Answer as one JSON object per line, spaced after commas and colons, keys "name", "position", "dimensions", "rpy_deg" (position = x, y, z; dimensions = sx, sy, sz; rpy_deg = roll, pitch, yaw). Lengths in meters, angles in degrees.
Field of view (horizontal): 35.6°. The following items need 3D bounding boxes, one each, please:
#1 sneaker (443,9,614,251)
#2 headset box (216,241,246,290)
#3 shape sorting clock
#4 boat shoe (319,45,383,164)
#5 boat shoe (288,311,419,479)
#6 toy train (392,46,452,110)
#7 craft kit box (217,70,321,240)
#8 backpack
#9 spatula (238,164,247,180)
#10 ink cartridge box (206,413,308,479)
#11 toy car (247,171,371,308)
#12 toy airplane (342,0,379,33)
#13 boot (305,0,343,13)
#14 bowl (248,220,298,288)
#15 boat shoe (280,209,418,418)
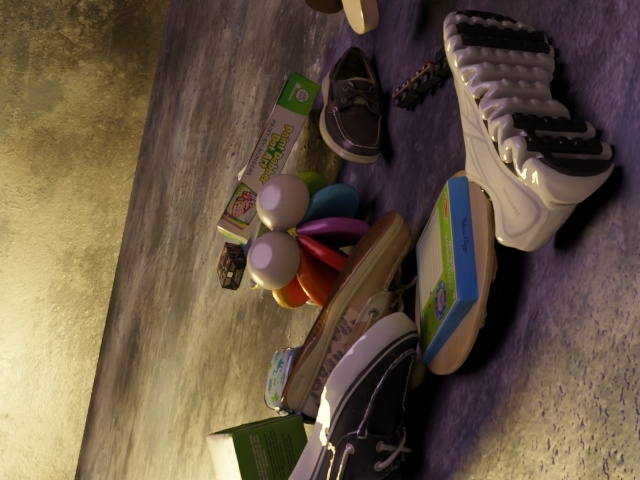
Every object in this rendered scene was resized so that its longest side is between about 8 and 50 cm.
{"name": "sneaker", "position": [0.166, -0.112, 0.920], "dimensions": [0.292, 0.110, 0.118], "rpy_deg": [-99, 19, -46]}
{"name": "headset box", "position": [-0.168, 0.046, 1.867], "dimensions": [0.083, 0.032, 0.062], "rpy_deg": [-117, 43, -62]}
{"name": "shape sorting clock", "position": [0.134, 0.032, 1.004], "dimensions": [0.206, 0.040, 0.206], "rpy_deg": [-174, 90, -82]}
{"name": "boat shoe", "position": [0.043, -0.186, 1.332], "dimensions": [0.224, 0.080, 0.073], "rpy_deg": [-96, 20, -52]}
{"name": "boat shoe", "position": [0.049, 0.215, 1.061], "dimensions": [0.102, 0.108, 0.301], "rpy_deg": [40, 121, 30]}
{"name": "toy train", "position": [0.126, -0.195, 1.182], "dimensions": [0.158, 0.027, 0.036], "rpy_deg": [146, 136, -63]}
{"name": "craft kit box", "position": [-0.083, -0.116, 1.518], "dimensions": [0.247, 0.061, 0.250], "rpy_deg": [-62, 4, -3]}
{"name": "backpack", "position": [-0.026, 0.186, 1.307], "dimensions": [0.114, 0.084, 0.105], "rpy_deg": [149, 132, -68]}
{"name": "spatula", "position": [-0.111, -0.102, 1.820], "dimensions": [0.242, 0.019, 0.168], "rpy_deg": [141, 131, -63]}
{"name": "ink cartridge box", "position": [-0.086, 0.332, 1.289], "dimensions": [0.255, 0.097, 0.189], "rpy_deg": [151, 107, -65]}
{"name": "toy car", "position": [0.000, 0.000, 1.289], "dimensions": [0.136, 0.159, 0.182], "rpy_deg": [1, 78, 36]}
{"name": "toy airplane", "position": [-0.011, -0.444, 1.101], "dimensions": [0.384, 0.272, 0.386], "rpy_deg": [-4, -97, -84]}
{"name": "boot", "position": [0.074, -0.503, 1.469], "dimensions": [0.264, 0.096, 0.281], "rpy_deg": [145, 141, -74]}
{"name": "bowl", "position": [-0.040, -0.001, 1.444], "dimensions": [0.170, 0.080, 0.170], "rpy_deg": [-164, 90, -77]}
{"name": "boat shoe", "position": [0.046, 0.094, 1.174], "dimensions": [0.285, 0.089, 0.105], "rpy_deg": [-63, 1, 28]}
